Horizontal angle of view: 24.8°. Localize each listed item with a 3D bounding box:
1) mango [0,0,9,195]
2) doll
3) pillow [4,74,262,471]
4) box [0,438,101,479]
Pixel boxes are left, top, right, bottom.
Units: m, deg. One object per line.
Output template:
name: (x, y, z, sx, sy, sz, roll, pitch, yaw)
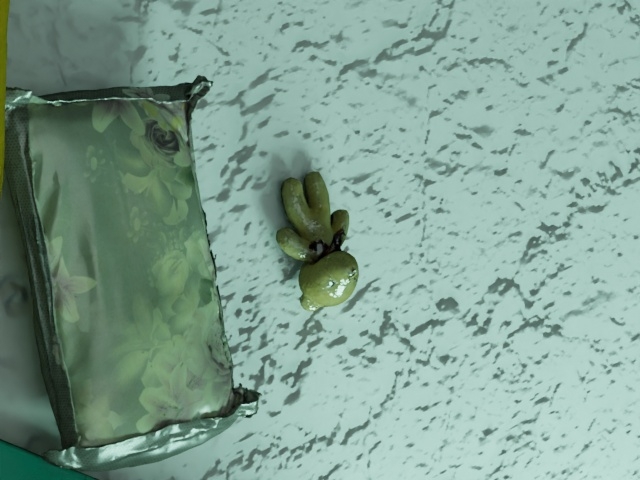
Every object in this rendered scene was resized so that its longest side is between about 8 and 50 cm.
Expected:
mango: (-0.261, -0.045, 0.810, 0.176, 0.119, 0.316, 27, 73, -24)
doll: (-0.005, 0.002, 1.045, 0.061, 0.051, 0.093, -19, 75, -31)
pillow: (-0.127, 0.020, 0.943, 0.169, 0.059, 0.255, -12, 99, -34)
box: (-0.209, 0.207, 0.908, 0.226, 0.042, 0.161, 30, 76, -33)
